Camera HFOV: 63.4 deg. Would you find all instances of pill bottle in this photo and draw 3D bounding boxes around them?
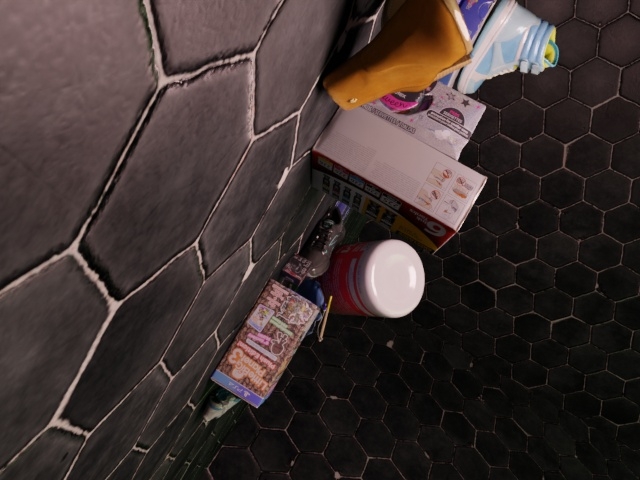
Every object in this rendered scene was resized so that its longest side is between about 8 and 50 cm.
[{"bbox_3d":[0.109,0.123,1.639,0.408,0.229,0.229,-8,-136,55],"label":"pill bottle"}]

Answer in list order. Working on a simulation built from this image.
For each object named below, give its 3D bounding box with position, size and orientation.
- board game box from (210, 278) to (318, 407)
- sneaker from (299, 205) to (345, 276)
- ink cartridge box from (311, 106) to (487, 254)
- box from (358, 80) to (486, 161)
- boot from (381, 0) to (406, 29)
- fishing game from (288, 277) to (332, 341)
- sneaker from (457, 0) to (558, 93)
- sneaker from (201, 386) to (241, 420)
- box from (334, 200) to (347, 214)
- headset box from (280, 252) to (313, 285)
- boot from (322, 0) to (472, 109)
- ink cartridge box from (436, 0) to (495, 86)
[{"bbox_3d":[-0.135,0.269,1.393,0.291,0.141,0.232,-59,174,-7],"label":"board game box"},{"bbox_3d":[0.000,0.000,1.557,0.267,0.101,0.106,-61,161,-45],"label":"sneaker"},{"bbox_3d":[0.144,-0.110,1.084,0.130,0.309,0.272,-58,173,-12],"label":"ink cartridge box"},{"bbox_3d":[0.199,-0.261,1.118,0.142,0.247,0.163,-60,174,-10],"label":"box"},{"bbox_3d":[0.178,-0.449,0.787,0.262,0.095,0.203,-60,174,-16],"label":"boot"},{"bbox_3d":[-0.040,0.208,1.607,0.264,0.041,0.189,0,-104,58],"label":"fishing game"},{"bbox_3d":[0.510,-0.479,1.406,0.127,0.208,0.319,-59,174,-22],"label":"sneaker"},{"bbox_3d":[-0.289,0.466,1.483,0.083,0.071,0.191,-54,166,3],"label":"sneaker"},{"bbox_3d":[0.062,-0.082,1.827,0.136,0.036,0.225,-60,172,4],"label":"box"},{"bbox_3d":[-0.068,0.082,1.430,0.083,0.062,0.032,-56,172,-40],"label":"headset box"},{"bbox_3d":[0.097,-0.260,0.729,0.211,0.104,0.295,-19,174,18],"label":"boot"},{"bbox_3d":[0.335,-0.541,1.347,0.270,0.151,0.395,-59,175,-9],"label":"ink cartridge box"}]
